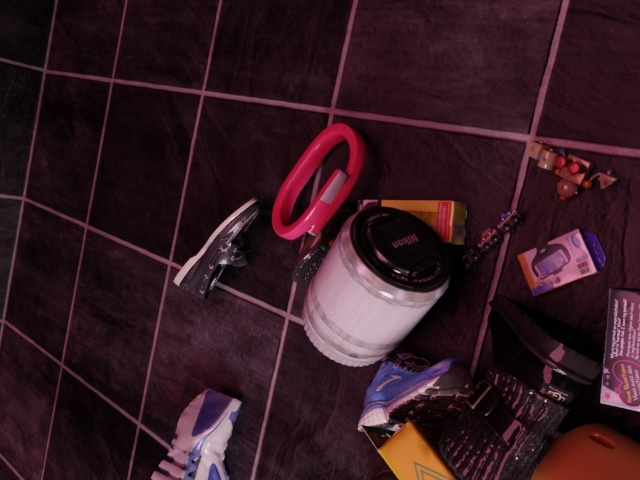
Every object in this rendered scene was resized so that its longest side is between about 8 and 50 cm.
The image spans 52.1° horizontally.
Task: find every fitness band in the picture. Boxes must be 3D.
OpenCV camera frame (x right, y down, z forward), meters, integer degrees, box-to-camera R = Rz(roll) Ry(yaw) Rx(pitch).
[{"bbox_3d":[-0.007,-0.127,1.461,0.291,0.054,0.209,-52,30,18],"label":"fitness band"}]

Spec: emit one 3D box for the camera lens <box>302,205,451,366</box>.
[{"bbox_3d":[0.102,0.088,1.252,0.219,0.219,0.274,58,140,28],"label":"camera lens"}]

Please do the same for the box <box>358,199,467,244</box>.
[{"bbox_3d":[0.181,-0.039,1.333,0.232,0.058,0.087,5,90,41],"label":"box"}]

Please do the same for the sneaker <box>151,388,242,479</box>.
[{"bbox_3d":[-0.291,0.547,1.664,0.127,0.182,0.315,14,67,39],"label":"sneaker"}]

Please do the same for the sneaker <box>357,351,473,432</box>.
[{"bbox_3d":[0.165,0.270,1.239,0.330,0.130,0.147,136,141,-54],"label":"sneaker"}]

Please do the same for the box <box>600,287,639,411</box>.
[{"bbox_3d":[0.501,0.152,0.911,0.142,0.247,0.163,5,90,42],"label":"box"}]

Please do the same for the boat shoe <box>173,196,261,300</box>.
[{"bbox_3d":[-0.239,0.033,1.669,0.113,0.127,0.340,45,111,2],"label":"boat shoe"}]

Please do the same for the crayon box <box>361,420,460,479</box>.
[{"bbox_3d":[0.222,0.423,1.111,0.081,0.202,0.318,-45,57,6],"label":"crayon box"}]

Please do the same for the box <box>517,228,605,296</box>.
[{"bbox_3d":[0.420,0.037,1.139,0.136,0.028,0.081,-32,66,37],"label":"box"}]

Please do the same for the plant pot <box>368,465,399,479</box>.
[{"bbox_3d":[0.125,0.529,1.269,0.167,0.165,0.166,-5,82,41],"label":"plant pot"}]

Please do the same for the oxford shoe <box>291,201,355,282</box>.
[{"bbox_3d":[0.000,0.000,1.489,0.227,0.083,0.096,-55,39,20],"label":"oxford shoe"}]

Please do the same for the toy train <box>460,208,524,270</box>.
[{"bbox_3d":[0.321,-0.005,1.231,0.158,0.027,0.036,-49,47,28],"label":"toy train"}]

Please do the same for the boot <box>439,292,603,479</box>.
[{"bbox_3d":[0.291,0.235,1.038,0.131,0.348,0.260,27,100,2],"label":"boot"}]

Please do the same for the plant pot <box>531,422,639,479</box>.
[{"bbox_3d":[0.428,0.411,0.958,0.203,0.291,0.290,48,118,52],"label":"plant pot"}]

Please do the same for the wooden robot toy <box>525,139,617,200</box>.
[{"bbox_3d":[0.420,-0.109,1.126,0.173,0.076,0.079,35,120,38],"label":"wooden robot toy"}]
